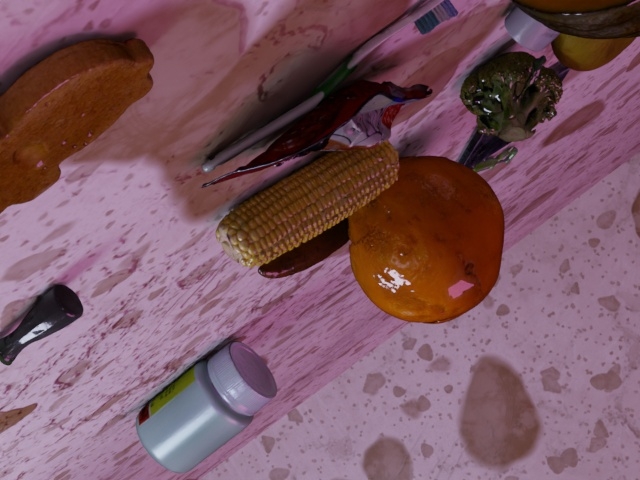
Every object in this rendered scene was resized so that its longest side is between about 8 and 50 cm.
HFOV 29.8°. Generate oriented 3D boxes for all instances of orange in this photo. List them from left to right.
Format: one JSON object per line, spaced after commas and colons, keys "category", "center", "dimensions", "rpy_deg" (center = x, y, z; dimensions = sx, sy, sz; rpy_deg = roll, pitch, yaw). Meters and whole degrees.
{"category": "orange", "center": [0.146, -0.002, 1.681], "dimensions": [0.240, 0.240, 0.240], "rpy_deg": [-34, 168, -8]}

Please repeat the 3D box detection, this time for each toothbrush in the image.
{"category": "toothbrush", "center": [0.006, -0.158, 1.210], "dimensions": [0.304, 0.030, 0.030], "rpy_deg": [-33, 168, 0]}

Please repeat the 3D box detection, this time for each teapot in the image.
{"category": "teapot", "center": [-0.303, 0.093, 1.270], "dimensions": [0.111, 0.042, 0.043], "rpy_deg": [-38, 168, 18]}

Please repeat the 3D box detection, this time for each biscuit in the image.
{"category": "biscuit", "center": [-0.219, -0.075, 0.874], "dimensions": [0.225, 0.036, 0.166], "rpy_deg": [-40, 168, 6]}

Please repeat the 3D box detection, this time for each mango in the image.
{"category": "mango", "center": [0.353, -0.290, 1.504], "dimensions": [0.137, 0.091, 0.237], "rpy_deg": [-40, 162, -5]}

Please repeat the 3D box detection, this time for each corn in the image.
{"category": "corn", "center": [-0.010, -0.049, 1.436], "dimensions": [0.248, 0.081, 0.081], "rpy_deg": [-31, 167, -21]}

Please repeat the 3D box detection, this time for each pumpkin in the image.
{"category": "pumpkin", "center": [0.343, -0.256, 1.280], "dimensions": [0.254, 0.149, 0.130], "rpy_deg": [-24, 132, 12]}

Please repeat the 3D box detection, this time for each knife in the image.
{"category": "knife", "center": [0.294, -0.138, 2.088], "dimensions": [0.054, 0.015, 0.212], "rpy_deg": [-45, 165, 34]}

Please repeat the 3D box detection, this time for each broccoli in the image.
{"category": "broccoli", "center": [0.247, -0.183, 1.550], "dimensions": [0.131, 0.120, 0.130], "rpy_deg": [-5, 146, 18]}

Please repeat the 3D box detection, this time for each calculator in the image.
{"category": "calculator", "center": [0.299, -0.188, 1.902], "dimensions": [0.161, 0.021, 0.261], "rpy_deg": [-32, 168, -18]}

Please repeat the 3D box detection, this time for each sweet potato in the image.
{"category": "sweet potato", "center": [0.001, 0.001, 1.721], "dimensions": [0.265, 0.057, 0.057], "rpy_deg": [-26, 165, -43]}

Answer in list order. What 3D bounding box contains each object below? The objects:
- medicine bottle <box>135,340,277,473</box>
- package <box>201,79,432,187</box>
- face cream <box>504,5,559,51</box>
{"category": "medicine bottle", "center": [-0.196, 0.286, 2.059], "dimensions": [0.225, 0.139, 0.139], "rpy_deg": [-39, 168, 17]}
{"category": "package", "center": [0.011, -0.119, 1.250], "dimensions": [0.194, 0.071, 0.269], "rpy_deg": [-33, 173, 33]}
{"category": "face cream", "center": [0.296, -0.303, 1.373], "dimensions": [0.084, 0.057, 0.198], "rpy_deg": [-4, 146, -47]}
